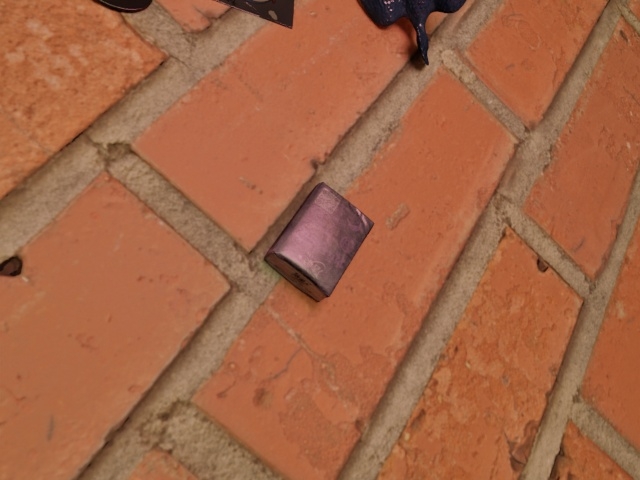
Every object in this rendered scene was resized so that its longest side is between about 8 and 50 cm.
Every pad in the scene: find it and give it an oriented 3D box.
[{"bbox_3d":[-0.119,-0.504,1.026,0.170,0.006,0.246,12,68,-23],"label":"pad"}]

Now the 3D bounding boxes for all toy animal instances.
[{"bbox_3d":[0.187,-0.477,1.092,0.176,0.239,0.256,-93,166,-48],"label":"toy animal"}]

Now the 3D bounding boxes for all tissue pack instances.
[{"bbox_3d":[0.000,0.000,0.887,0.112,0.051,0.156,39,60,-8],"label":"tissue pack"}]

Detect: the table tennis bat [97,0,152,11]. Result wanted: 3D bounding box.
[{"bbox_3d":[-0.331,-0.396,0.870,0.158,0.014,0.095,7,71,-28],"label":"table tennis bat"}]
